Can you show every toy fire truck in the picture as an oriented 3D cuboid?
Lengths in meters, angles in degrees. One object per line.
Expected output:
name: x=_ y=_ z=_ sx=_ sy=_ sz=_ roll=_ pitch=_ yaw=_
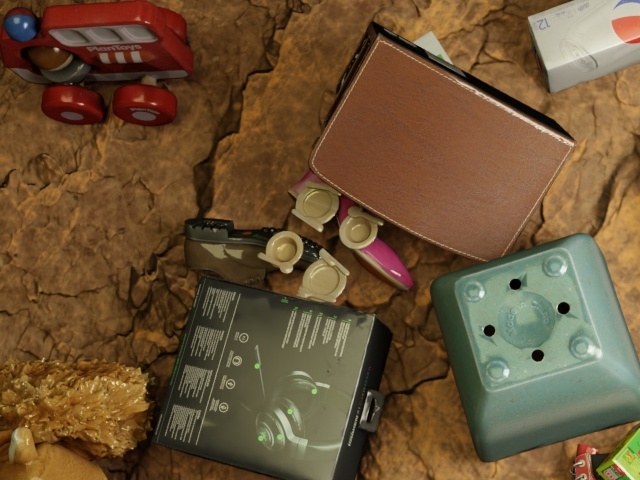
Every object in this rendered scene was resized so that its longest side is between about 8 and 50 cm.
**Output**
toy fire truck: x=-0.350 y=-0.295 z=1.749 sx=0.302 sy=0.254 sz=0.169 roll=2 pitch=75 yaw=15

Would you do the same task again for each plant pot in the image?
plant pot: x=0.271 y=0.124 z=1.469 sx=0.247 sy=0.252 sz=0.247 roll=-18 pitch=71 yaw=10

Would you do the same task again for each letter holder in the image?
letter holder: x=0.153 y=-0.126 z=1.567 sx=0.302 sy=0.152 sz=0.214 roll=27 pitch=105 yaw=-9

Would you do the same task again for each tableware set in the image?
tableware set: x=0.000 y=0.000 z=1.613 sx=0.141 sy=0.020 sz=0.168 roll=29 pitch=80 yaw=25

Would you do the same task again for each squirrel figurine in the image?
squirrel figurine: x=-0.392 y=0.299 z=1.534 sx=0.281 sy=0.370 sz=0.397 roll=38 pitch=54 yaw=-19

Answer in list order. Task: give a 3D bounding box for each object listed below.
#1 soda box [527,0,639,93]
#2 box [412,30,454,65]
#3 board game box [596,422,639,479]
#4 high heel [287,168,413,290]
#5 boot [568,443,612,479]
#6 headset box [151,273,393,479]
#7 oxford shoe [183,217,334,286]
soda box: x=0.444 y=-0.308 z=1.626 sx=0.286 sy=0.098 sz=0.091 roll=-18 pitch=71 yaw=9
box: x=0.150 y=-0.230 z=1.679 sx=0.101 sy=0.102 sz=0.087 roll=-31 pitch=68 yaw=7
board game box: x=0.443 y=0.321 z=1.438 sx=0.181 sy=0.043 sz=0.092 roll=47 pitch=56 yaw=9
high heel: x=0.071 y=-0.036 z=1.668 sx=0.117 sy=0.082 sz=0.244 roll=-44 pitch=63 yaw=-8
boot: x=0.313 y=0.360 z=1.470 sx=0.244 sy=0.088 sz=0.176 roll=-16 pitch=70 yaw=-7
headset box: x=-0.054 y=0.203 z=1.597 sx=0.283 sy=0.131 sz=0.246 roll=11 pitch=78 yaw=17
oxford shoe: x=-0.091 y=0.029 z=1.696 sx=0.227 sy=0.083 sz=0.096 roll=9 pitch=103 yaw=13
